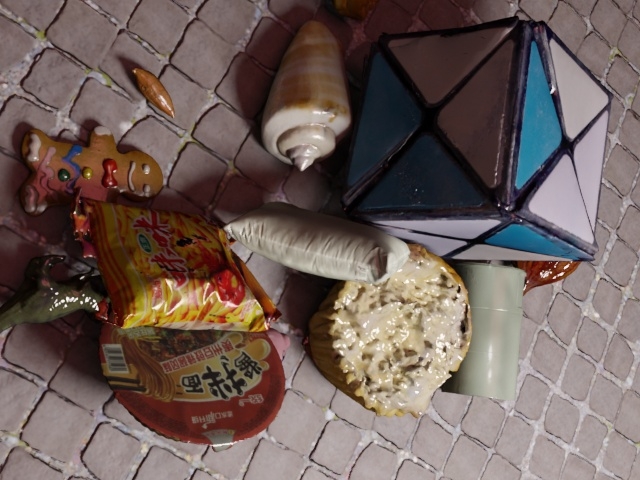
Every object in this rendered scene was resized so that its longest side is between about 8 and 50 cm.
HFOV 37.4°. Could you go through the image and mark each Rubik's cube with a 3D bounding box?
[{"bbox_3d":[0.246,-0.136,1.453,0.310,0.307,0.305,25,74,-49],"label":"Rubik's cube"}]

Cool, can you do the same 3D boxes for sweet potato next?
[{"bbox_3d":[-0.243,-0.218,1.385,0.034,0.034,0.095,-49,120,-23],"label":"sweet potato"}]

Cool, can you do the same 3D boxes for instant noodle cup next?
[{"bbox_3d":[-0.190,0.192,1.318,0.274,0.090,0.274,20,39,-17],"label":"instant noodle cup"}]

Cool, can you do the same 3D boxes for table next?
[{"bbox_3d":[0.276,0.153,1.597,0.126,0.126,0.219,11,81,-29],"label":"table"}]

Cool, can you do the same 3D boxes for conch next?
[{"bbox_3d":[-0.006,-0.227,1.464,0.158,0.127,0.255,11,80,-28],"label":"conch"}]

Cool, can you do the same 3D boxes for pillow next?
[{"bbox_3d":[0.000,-0.001,1.387,0.144,0.254,0.078,-49,152,-62],"label":"pillow"}]

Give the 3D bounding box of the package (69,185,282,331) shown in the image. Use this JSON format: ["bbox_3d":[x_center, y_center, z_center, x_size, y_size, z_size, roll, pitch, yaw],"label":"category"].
[{"bbox_3d":[-0.204,0.043,1.298,0.288,0.108,0.223,7,42,-37],"label":"package"}]

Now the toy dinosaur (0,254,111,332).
[{"bbox_3d":[-0.354,0.112,1.265,0.187,0.087,0.178,12,79,-27],"label":"toy dinosaur"}]

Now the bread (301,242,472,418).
[{"bbox_3d":[0.111,0.137,1.494,0.274,0.149,0.274,-2,93,-32],"label":"bread"}]

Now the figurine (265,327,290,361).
[{"bbox_3d":[-0.088,0.165,1.424,0.083,0.071,0.067,-8,48,-38],"label":"figurine"}]

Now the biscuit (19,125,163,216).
[{"bbox_3d":[-0.318,-0.095,1.335,0.205,0.031,0.138,3,84,-31],"label":"biscuit"}]

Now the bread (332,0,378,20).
[{"bbox_3d":[0.057,-0.488,1.473,0.270,0.077,0.139,81,29,-47],"label":"bread"}]

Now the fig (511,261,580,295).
[{"bbox_3d":[0.373,0.042,1.667,0.146,0.134,0.201,40,77,-12],"label":"fig"}]
